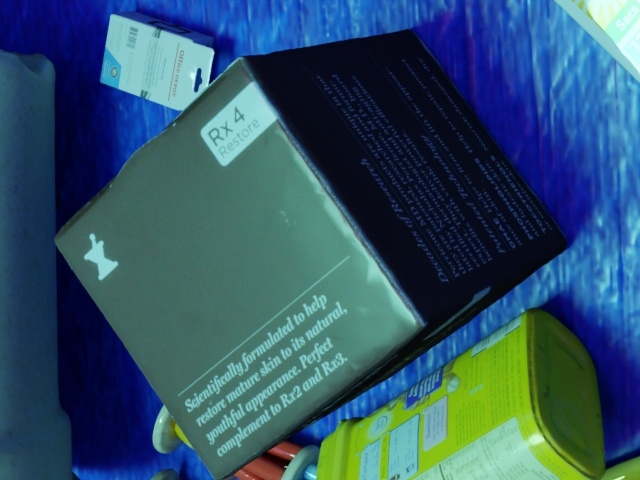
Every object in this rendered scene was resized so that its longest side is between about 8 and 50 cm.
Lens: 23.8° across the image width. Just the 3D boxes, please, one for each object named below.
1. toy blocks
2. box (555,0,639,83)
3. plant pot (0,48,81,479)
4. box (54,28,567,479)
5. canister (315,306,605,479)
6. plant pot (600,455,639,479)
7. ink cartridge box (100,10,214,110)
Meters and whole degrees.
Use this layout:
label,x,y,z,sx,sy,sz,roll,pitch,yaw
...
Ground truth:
label,x,y,z,sx,sy,sz,roll,pitch,yaw
toy blocks,-0.047,0.179,1.017,0.148,0.054,0.123,25,112,23
box,0.216,-0.176,0.755,0.114,0.103,0.203,46,119,13
plant pot,-0.302,0.015,0.996,0.333,0.334,0.306,10,96,28
box,0.000,0.000,0.862,0.168,0.203,0.167,-39,81,31
canister,0.080,0.128,0.893,0.073,0.126,0.170,39,122,-23
plant pot,0.199,0.275,0.802,0.254,0.254,0.239,-28,103,32
ink cartridge box,-0.100,-0.116,0.995,0.083,0.028,0.048,22,111,25
